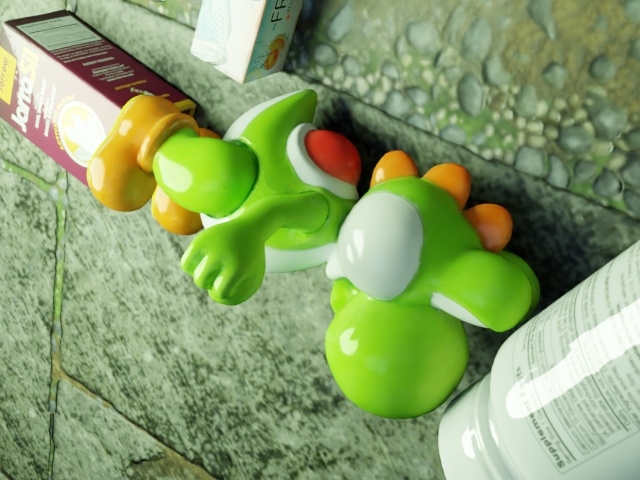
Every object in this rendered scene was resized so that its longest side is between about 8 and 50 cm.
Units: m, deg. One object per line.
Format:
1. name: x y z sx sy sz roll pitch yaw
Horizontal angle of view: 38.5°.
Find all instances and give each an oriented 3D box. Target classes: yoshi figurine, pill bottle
1. yoshi figurine: -0.014 0.024 0.743 0.362 0.203 0.203 23 137 24
2. pill bottle: 0.217 0.097 0.610 0.160 0.160 0.283 50 130 8

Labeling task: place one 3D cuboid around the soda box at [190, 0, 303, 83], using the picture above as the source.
1. soda box: -0.045 -0.222 0.732 0.063 0.058 0.183 34 125 20

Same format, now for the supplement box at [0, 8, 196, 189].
1. supplement box: -0.223 -0.129 0.886 0.188 0.081 0.104 36 127 19
